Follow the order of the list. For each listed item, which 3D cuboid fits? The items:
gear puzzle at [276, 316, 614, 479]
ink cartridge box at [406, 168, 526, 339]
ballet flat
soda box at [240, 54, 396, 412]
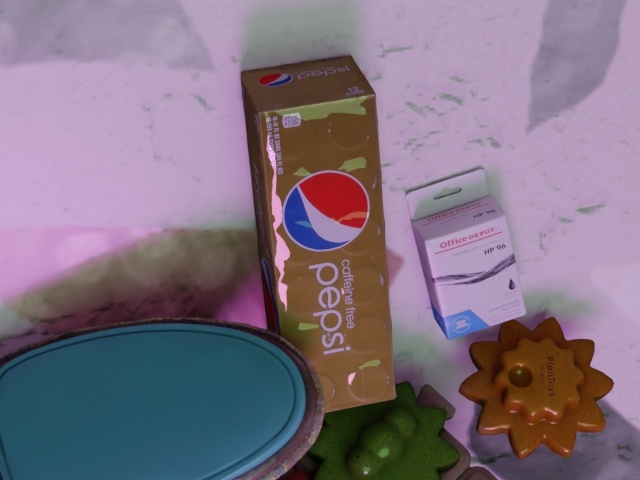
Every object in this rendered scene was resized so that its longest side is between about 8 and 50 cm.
[{"bbox_3d":[0.041,0.158,0.864,0.339,0.175,0.044,-39,161,-23],"label":"gear puzzle"},{"bbox_3d":[0.080,0.008,0.902,0.048,0.028,0.083,-19,119,-5],"label":"ink cartridge box"},{"bbox_3d":[-0.168,0.127,0.859,0.348,0.123,0.123,-15,119,-5],"label":"ballet flat"},{"bbox_3d":[0.000,0.000,0.860,0.061,0.058,0.181,-10,119,-9],"label":"soda box"}]
